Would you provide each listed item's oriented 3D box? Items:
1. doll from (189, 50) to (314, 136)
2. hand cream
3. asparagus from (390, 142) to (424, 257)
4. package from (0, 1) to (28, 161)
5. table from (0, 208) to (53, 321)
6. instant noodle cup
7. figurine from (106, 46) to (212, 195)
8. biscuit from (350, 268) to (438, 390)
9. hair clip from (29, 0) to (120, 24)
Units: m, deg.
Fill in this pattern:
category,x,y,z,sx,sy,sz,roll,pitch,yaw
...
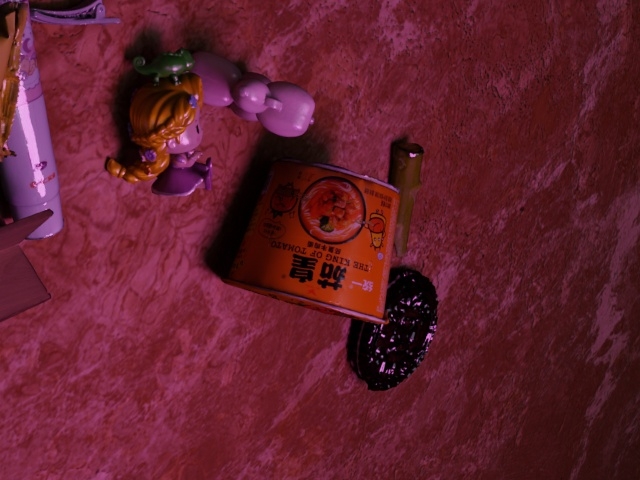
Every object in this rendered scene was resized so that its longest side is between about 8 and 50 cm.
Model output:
category,x,y,z,sx,sy,sz,roll,pitch,yaw
doll,-0.072,-0.159,1.498,0.161,0.160,0.059,17,96,-57
hand cream,-0.302,-0.154,1.291,0.085,0.058,0.331,-23,123,-27
asparagus,0.117,-0.058,1.923,0.045,0.041,0.178,-9,124,-24
package,-0.359,-0.133,1.180,0.226,0.090,0.168,-4,116,-42
table,-0.359,0.032,1.244,0.227,0.167,0.167,-27,131,-54
instant noodle cup,0.000,0.000,1.663,0.216,0.216,0.172,21,83,-56
figurine,-0.179,-0.128,1.450,0.115,0.094,0.156,-8,118,-8
biscuit,0.112,0.133,2.016,0.194,0.053,0.194,-30,131,-41
hair clip,-0.250,-0.231,1.333,0.115,0.030,0.039,-15,102,-52
